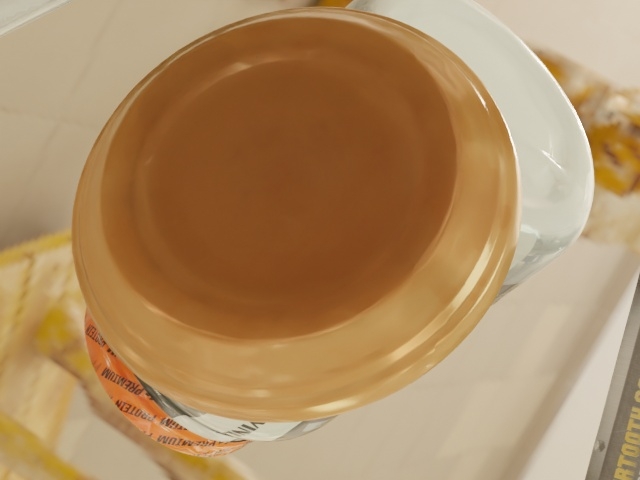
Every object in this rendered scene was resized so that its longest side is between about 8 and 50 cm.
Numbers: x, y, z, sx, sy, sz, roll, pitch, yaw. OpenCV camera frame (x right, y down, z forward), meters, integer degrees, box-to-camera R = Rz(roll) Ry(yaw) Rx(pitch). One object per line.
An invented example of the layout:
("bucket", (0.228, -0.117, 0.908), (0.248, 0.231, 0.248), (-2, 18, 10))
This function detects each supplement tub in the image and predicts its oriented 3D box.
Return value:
("supplement tub", (0.000, 0.000, 1.159), (0.338, 0.207, 0.207), (-40, 171, 36))

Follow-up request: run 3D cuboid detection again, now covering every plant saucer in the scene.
("plant saucer", (-0.015, -0.021, 0.743), (0.200, 0.200, 0.037), (-52, 153, -15))

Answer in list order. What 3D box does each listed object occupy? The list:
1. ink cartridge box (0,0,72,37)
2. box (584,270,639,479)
("ink cartridge box", (-0.087, -0.164, 0.730), (0.308, 0.091, 0.385), (-21, -165, 31))
("box", (0.237, 0.136, 0.944), (0.056, 0.183, 0.231), (23, 81, -51))
